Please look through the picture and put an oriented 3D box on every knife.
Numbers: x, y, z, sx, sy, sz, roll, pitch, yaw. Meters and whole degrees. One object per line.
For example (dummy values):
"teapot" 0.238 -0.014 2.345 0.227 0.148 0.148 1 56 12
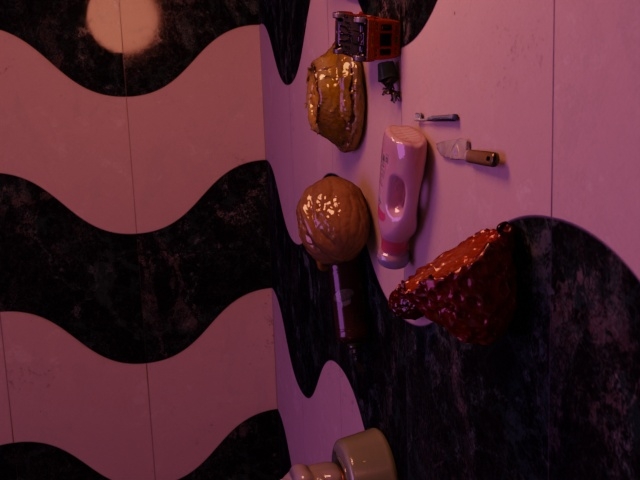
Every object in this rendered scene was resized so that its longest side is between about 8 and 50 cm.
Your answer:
"knife" 0.280 -0.174 1.399 0.298 0.017 0.047 -138 47 -76

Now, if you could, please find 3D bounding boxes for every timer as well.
"timer" 0.036 0.698 2.048 0.291 0.315 0.291 176 90 -75

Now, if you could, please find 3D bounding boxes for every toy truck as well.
"toy truck" 0.109 -0.510 1.803 0.253 0.114 0.108 -128 35 -64

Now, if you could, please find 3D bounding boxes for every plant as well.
"plant" 0.165 -0.379 1.744 0.051 0.051 0.102 163 97 -76

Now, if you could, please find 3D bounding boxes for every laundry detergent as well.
"laundry detergent" 0.183 -0.091 1.680 0.159 0.087 0.336 -118 26 -58

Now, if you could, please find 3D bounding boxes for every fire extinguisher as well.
"fire extinguisher" 0.092 0.213 2.116 0.138 0.102 0.344 139 125 -71

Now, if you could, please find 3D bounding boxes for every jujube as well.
"jujube" 0.209 0.147 1.684 0.129 0.077 0.078 174 92 -66

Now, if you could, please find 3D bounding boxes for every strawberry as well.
"strawberry" 0.272 0.087 1.269 0.178 0.233 0.234 58 167 -4

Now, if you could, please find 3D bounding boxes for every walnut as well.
"walnut" 0.039 -0.053 2.050 0.225 0.224 0.261 107 156 -57

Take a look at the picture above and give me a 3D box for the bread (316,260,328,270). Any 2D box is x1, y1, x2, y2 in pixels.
"bread" 0.000 0.000 2.495 0.239 0.073 0.093 -107 3 -48

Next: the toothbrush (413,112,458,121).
"toothbrush" 0.242 -0.261 1.534 0.219 0.016 0.019 -143 59 -74

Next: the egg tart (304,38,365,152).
"egg tart" 0.031 -0.425 2.126 0.345 0.132 0.346 176 90 -79
